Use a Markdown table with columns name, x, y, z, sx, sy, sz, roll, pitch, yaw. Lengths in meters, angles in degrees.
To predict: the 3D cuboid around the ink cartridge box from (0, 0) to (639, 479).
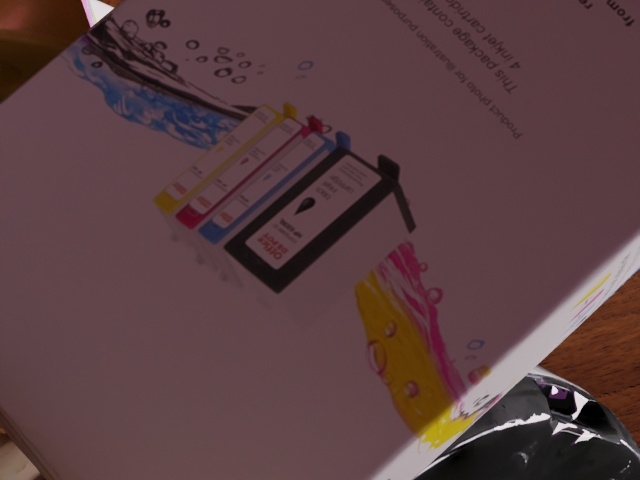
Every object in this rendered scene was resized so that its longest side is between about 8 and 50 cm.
| name | x | y | z | sx | sy | sz | roll | pitch | yaw |
| --- | --- | --- | --- | --- | --- | --- | --- | --- | --- |
| ink cartridge box | 0.000 | 0.000 | 0.461 | 0.168 | 0.233 | 0.171 | 47 | -6 | 12 |

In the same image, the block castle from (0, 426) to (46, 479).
| name | x | y | z | sx | sy | sz | roll | pitch | yaw |
| --- | --- | --- | --- | --- | --- | --- | --- | --- | --- |
| block castle | -0.168 | 0.165 | 0.515 | 0.303 | 0.213 | 0.453 | 52 | -6 | 19 |

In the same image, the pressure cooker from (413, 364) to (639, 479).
| name | x | y | z | sx | sy | sz | roll | pitch | yaw |
| --- | --- | --- | --- | --- | --- | --- | --- | --- | --- |
| pressure cooker | -0.003 | 0.207 | 0.974 | 0.420 | 0.376 | 0.369 | 30 | -72 | 51 |

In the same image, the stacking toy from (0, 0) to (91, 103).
| name | x | y | z | sx | sy | sz | roll | pitch | yaw |
| --- | --- | --- | --- | --- | --- | --- | --- | --- | --- |
| stacking toy | -0.240 | -0.122 | 0.385 | 0.309 | 0.280 | 0.130 | 21 | 65 | -78 |

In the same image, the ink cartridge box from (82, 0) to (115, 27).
| name | x | y | z | sx | sy | sz | roll | pitch | yaw |
| --- | --- | --- | --- | --- | --- | --- | --- | --- | --- |
| ink cartridge box | -0.220 | -0.069 | 0.804 | 0.353 | 0.207 | 0.119 | -35 | 108 | -83 |
